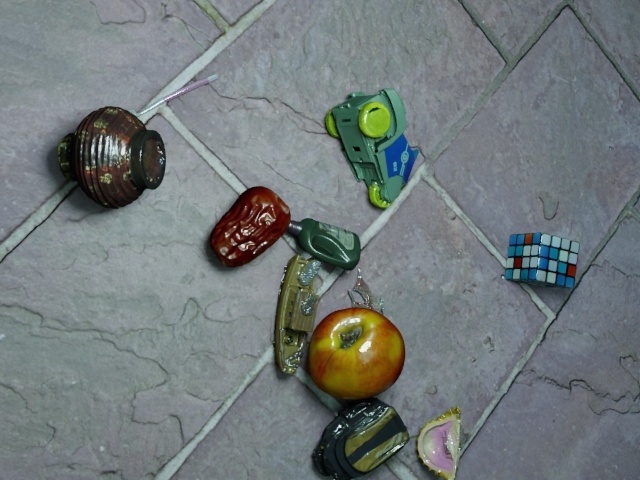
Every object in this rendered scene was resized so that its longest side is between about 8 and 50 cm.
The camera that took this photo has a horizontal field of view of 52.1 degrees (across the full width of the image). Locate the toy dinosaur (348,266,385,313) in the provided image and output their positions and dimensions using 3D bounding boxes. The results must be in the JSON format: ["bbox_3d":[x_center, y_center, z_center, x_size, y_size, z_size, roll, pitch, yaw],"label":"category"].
[{"bbox_3d":[0.135,0.184,1.881,0.108,0.032,0.220,-6,79,-19],"label":"toy dinosaur"}]

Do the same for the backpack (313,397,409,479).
[{"bbox_3d":[0.098,0.551,1.796,0.258,0.133,0.206,-35,108,-15],"label":"backpack"}]

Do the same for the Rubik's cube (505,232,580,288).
[{"bbox_3d":[0.693,0.064,2.053,0.155,0.154,0.151,13,82,-20],"label":"Rubik's cube"}]

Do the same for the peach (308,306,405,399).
[{"bbox_3d":[0.095,0.309,1.746,0.281,0.281,0.238,-28,53,-22],"label":"peach"}]

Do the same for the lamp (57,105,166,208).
[{"bbox_3d":[-0.494,-0.196,1.549,0.247,0.247,0.247,2,86,-22],"label":"lamp"}]

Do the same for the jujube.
[{"bbox_3d":[-0.186,-0.035,1.704,0.230,0.155,0.155,-42,102,-9],"label":"jujube"}]

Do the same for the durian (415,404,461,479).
[{"bbox_3d":[0.366,0.588,1.897,0.165,0.132,0.182,-22,91,-30],"label":"durian"}]

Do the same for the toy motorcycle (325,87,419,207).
[{"bbox_3d":[0.174,-0.268,1.861,0.200,0.191,0.326,-36,115,-24],"label":"toy motorcycle"}]

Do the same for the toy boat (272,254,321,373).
[{"bbox_3d":[-0.061,0.196,1.752,0.089,0.121,0.321,14,81,-27],"label":"toy boat"}]

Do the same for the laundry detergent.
[{"bbox_3d":[0.000,0.000,1.792,0.222,0.078,0.144,20,38,-18],"label":"laundry detergent"}]

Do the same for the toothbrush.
[{"bbox_3d":[-0.391,-0.375,1.706,0.286,0.020,0.025,-31,92,-21],"label":"toothbrush"}]
